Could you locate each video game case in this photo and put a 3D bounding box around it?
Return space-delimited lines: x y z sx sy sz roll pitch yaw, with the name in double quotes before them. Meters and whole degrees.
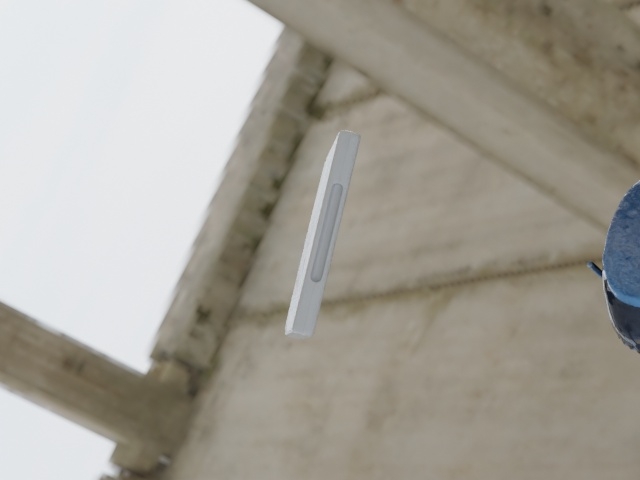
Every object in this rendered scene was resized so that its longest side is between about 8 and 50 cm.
"video game case" 0.000 0.000 1.199 0.157 0.019 0.143 124 -21 -85

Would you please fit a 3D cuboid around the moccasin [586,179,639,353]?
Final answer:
"moccasin" 0.282 0.001 1.096 0.138 0.117 0.342 13 -149 28
